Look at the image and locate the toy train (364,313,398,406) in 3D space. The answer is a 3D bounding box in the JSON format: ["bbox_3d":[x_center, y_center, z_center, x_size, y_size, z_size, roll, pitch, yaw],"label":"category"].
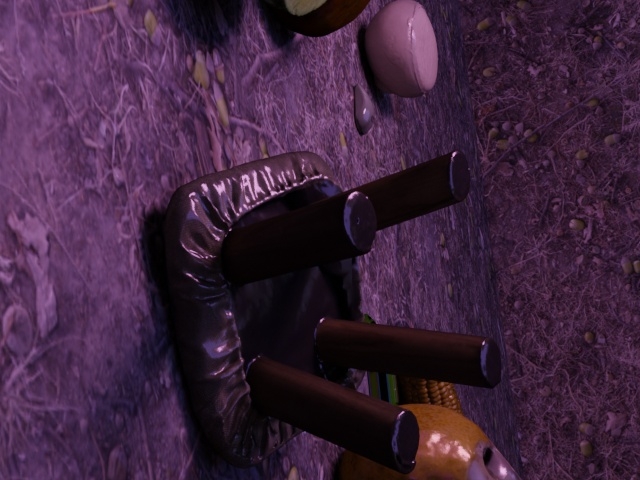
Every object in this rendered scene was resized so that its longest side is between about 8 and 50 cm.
[{"bbox_3d":[0.103,0.221,1.668,0.044,0.042,0.209,35,47,-68],"label":"toy train"}]

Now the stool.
[{"bbox_3d":[0.022,0.058,1.063,0.310,0.226,0.310,-26,107,-56],"label":"stool"}]

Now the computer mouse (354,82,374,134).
[{"bbox_3d":[0.086,-0.253,1.913,0.056,0.032,0.110,54,30,-57],"label":"computer mouse"}]

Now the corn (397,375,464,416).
[{"bbox_3d":[0.209,0.318,1.853,0.115,0.115,0.318,-69,145,-60],"label":"corn"}]

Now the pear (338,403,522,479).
[{"bbox_3d":[0.143,0.356,1.421,0.271,0.271,0.271,-10,90,-73],"label":"pear"}]

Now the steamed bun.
[{"bbox_3d":[0.161,-0.387,2.071,0.228,0.130,0.177,46,47,-64],"label":"steamed bun"}]

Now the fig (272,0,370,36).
[{"bbox_3d":[0.045,-0.429,1.495,0.191,0.290,0.190,54,8,-11],"label":"fig"}]

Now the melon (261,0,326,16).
[{"bbox_3d":[-0.050,-0.441,1.251,0.331,0.226,0.344,49,58,-34],"label":"melon"}]
